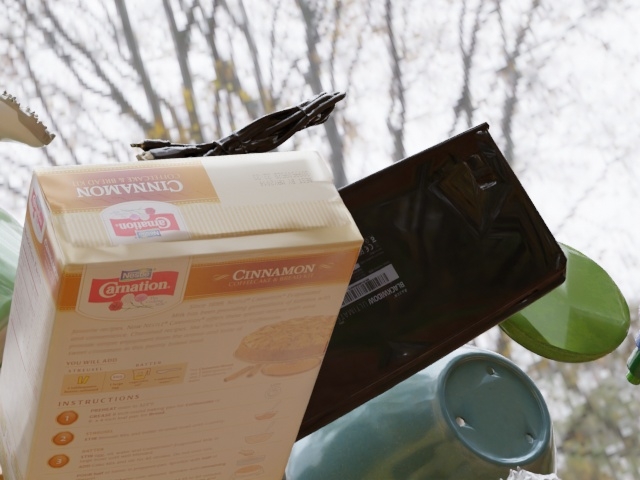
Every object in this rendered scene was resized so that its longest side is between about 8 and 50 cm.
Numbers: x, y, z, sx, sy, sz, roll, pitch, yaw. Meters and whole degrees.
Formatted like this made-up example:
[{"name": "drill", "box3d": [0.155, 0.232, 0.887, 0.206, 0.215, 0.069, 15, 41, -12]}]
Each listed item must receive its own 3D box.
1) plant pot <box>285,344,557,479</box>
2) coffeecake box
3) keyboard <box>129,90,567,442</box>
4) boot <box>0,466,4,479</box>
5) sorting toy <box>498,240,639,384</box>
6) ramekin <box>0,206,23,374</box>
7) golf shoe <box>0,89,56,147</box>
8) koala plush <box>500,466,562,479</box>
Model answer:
[{"name": "plant pot", "box3d": [0.134, 0.221, 1.708, 0.290, 0.290, 0.195, 8, -36, -25]}, {"name": "coffeecake box", "box3d": [-0.075, 0.050, 0.791, 0.142, 0.068, 0.185, -5, -45, -24]}, {"name": "keyboard", "box3d": [0.000, 0.000, 1.007, 0.317, 0.202, 0.033, -26, -8, -35]}, {"name": "boot", "box3d": [-0.195, 0.304, 1.186, 0.211, 0.295, 0.104, -10, 3, 8]}, {"name": "sorting toy", "box3d": [0.145, 0.079, 1.307, 0.365, 0.127, 0.126, 5, -47, -24]}, {"name": "ramekin", "box3d": [-0.340, 0.127, 1.579, 0.303, 0.148, 0.303, -46, -26, -31]}, {"name": "golf shoe", "box3d": [-0.325, -0.103, 1.513, 0.086, 0.176, 0.069, -62, -31, -14]}, {"name": "koala plush", "box3d": [0.204, 0.242, 1.052, 0.203, 0.196, 0.221, -31, -33, 26]}]
